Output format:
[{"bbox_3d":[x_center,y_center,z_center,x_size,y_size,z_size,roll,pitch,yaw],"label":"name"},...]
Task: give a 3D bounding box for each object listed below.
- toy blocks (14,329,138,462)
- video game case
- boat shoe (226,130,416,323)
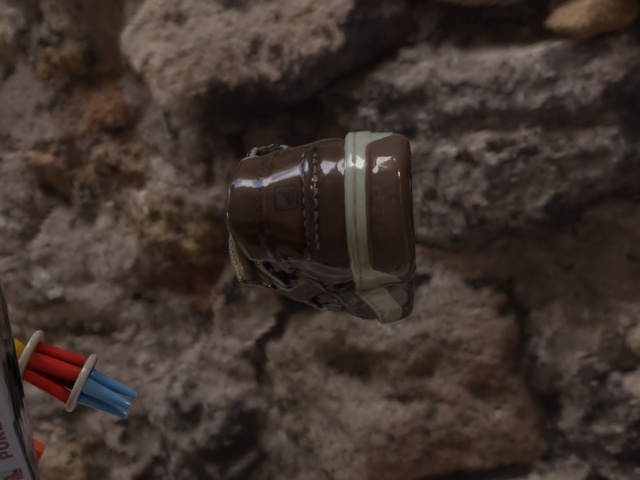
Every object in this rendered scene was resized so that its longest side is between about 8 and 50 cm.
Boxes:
[{"bbox_3d":[-0.237,0.138,0.997,0.054,0.148,0.123,123,171,-75],"label":"toy blocks"},{"bbox_3d":[-0.207,0.041,0.734,0.023,0.183,0.201,-14,48,-12],"label":"video game case"},{"bbox_3d":[0.000,-0.008,0.632,0.095,0.095,0.257,-3,-11,3],"label":"boat shoe"}]
